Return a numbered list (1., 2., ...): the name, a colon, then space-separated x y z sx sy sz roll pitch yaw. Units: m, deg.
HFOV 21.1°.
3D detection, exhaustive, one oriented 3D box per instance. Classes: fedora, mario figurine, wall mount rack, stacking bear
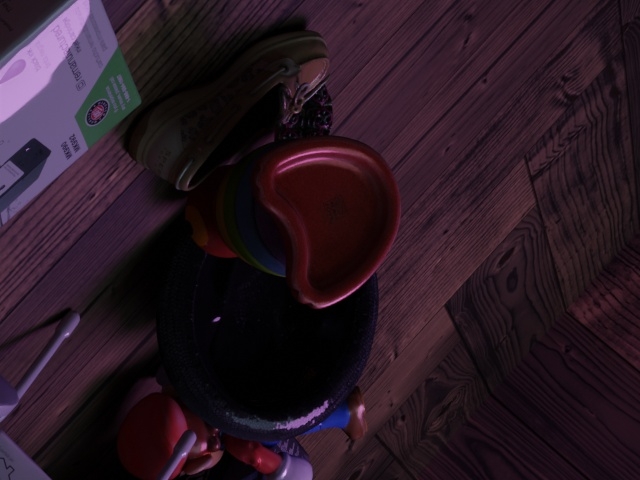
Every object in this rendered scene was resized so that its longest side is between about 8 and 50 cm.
1. fedora: -0.089 0.085 2.130 0.334 0.334 0.152 -36 -168 -31
2. mario figurine: -0.109 0.242 2.252 0.320 0.198 0.170 -14 113 -8
3. wall mount rack: -0.310 0.266 1.938 0.304 0.350 0.130 -44 -165 -6
4. stacking bear: -0.053 -0.033 1.906 0.164 0.175 0.289 -27 -166 -28

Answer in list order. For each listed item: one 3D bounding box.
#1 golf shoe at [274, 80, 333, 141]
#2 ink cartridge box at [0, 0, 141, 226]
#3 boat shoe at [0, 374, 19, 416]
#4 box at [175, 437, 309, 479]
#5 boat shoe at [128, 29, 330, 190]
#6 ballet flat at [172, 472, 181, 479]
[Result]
1. golf shoe: -0.026 -0.107 2.048 0.086 0.067 0.186 -152 -115 -78
2. ink cartridge box: -0.311 -0.104 1.445 0.289 0.121 0.211 -44 158 -13
3. boat shoe: -0.419 0.163 1.761 0.084 0.095 0.258 -50 149 15
4. box: -0.176 0.431 2.323 0.318 0.097 0.395 -33 -165 15
5. boat shoe: -0.082 -0.139 1.892 0.285 0.089 0.105 -35 155 -32
6. ballet flat: -0.225 0.325 2.472 0.057 0.049 0.173 -42 158 -17
